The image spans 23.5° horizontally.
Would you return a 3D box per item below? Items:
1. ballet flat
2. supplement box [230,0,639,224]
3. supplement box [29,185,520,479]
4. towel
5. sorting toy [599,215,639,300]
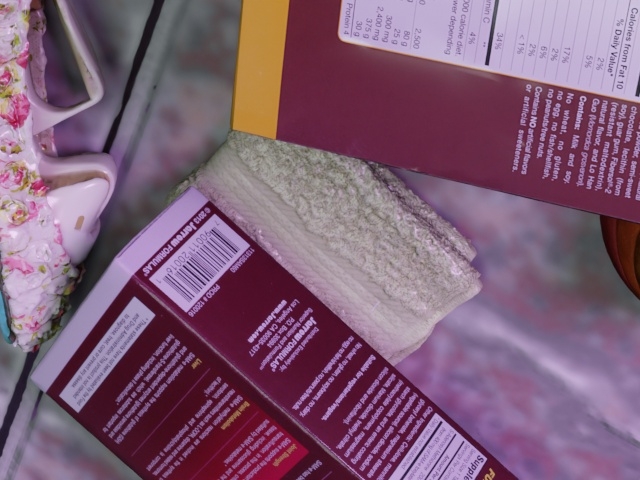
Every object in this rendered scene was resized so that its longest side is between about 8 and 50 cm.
[{"bbox_3d":[-0.145,-0.054,0.782,0.077,0.091,0.241,-8,113,0],"label":"ballet flat"},{"bbox_3d":[0.094,-0.109,0.603,0.194,0.191,0.129,14,115,16],"label":"supplement box"},{"bbox_3d":[-0.020,0.101,0.780,0.239,0.073,0.130,43,137,0],"label":"supplement box"},{"bbox_3d":[0.000,0.000,0.777,0.148,0.027,0.110,44,118,0],"label":"towel"},{"bbox_3d":[0.220,0.122,0.688,0.127,0.126,0.365,-18,103,26],"label":"sorting toy"}]
